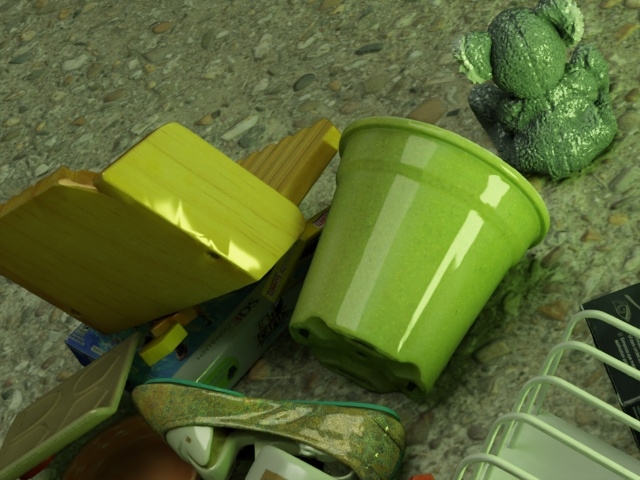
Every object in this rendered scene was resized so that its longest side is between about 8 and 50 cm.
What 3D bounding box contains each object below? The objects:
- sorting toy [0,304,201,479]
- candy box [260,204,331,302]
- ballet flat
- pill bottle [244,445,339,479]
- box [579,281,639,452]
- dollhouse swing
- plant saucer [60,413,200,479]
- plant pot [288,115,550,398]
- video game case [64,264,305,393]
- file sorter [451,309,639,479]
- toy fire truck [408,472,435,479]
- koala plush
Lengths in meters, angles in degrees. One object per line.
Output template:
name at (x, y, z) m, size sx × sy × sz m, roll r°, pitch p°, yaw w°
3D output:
sorting toy at (-0.276, 0.193, 1.546) m, size 0.307 × 0.041 × 0.229 m, roll -34°, pitch 14°, yaw 14°
candy box at (0.000, 0.000, 1.623) m, size 0.027 × 0.105 × 0.206 m, roll 37°, pitch 33°, yaw 11°
ballet flat at (-0.076, 0.232, 1.439) m, size 0.348 × 0.123 × 0.123 m, roll 4°, pitch 48°, yaw 20°
pill bottle at (-0.052, 0.338, 1.281) m, size 0.131 × 0.131 × 0.229 m, roll 18°, pitch 76°, yaw 43°
box at (0.378, 0.118, 1.324) m, size 0.158 × 0.093 × 0.156 m, roll -22°, pitch 38°, yaw 10°
dollhouse swing at (-0.195, -0.078, 1.578) m, size 0.347 × 0.315 × 0.305 m, roll -21°, pitch 42°, yaw 49°
plant saucer at (-0.230, 0.299, 1.542) m, size 0.200 × 0.037 × 0.200 m, roll -18°, pitch 40°, yaw 15°
plant pot at (0.095, 0.037, 1.485) m, size 0.276 × 0.276 × 0.254 m, roll 11°, pitch 65°, yaw 39°
video game case at (-0.182, 0.106, 1.710) m, size 0.269 × 0.061 × 0.244 m, roll 20°, pitch 58°, yaw 44°
file sorter at (0.240, 0.214, 1.121) m, size 0.193 × 0.173 × 0.277 m, roll 28°, pitch 37°, yaw 19°
toy fire truck at (0.152, 0.313, 1.179) m, size 0.047 × 0.135 × 0.192 m, roll -50°, pitch 49°, yaw 41°
koala plush at (0.283, -0.216, 1.652) m, size 0.196 × 0.221 × 0.203 m, roll -20°, pitch 39°, yaw 10°
